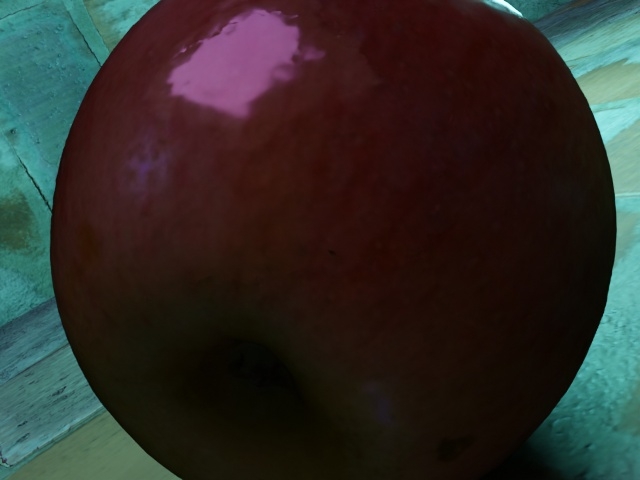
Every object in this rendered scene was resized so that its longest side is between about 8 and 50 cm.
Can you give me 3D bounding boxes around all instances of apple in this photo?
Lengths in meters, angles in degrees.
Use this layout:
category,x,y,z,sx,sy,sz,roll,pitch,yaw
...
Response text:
category,x,y,z,sx,sy,sz,roll,pitch,yaw
apple,0.000,0.000,0.493,0.364,0.363,0.364,-25,14,7
